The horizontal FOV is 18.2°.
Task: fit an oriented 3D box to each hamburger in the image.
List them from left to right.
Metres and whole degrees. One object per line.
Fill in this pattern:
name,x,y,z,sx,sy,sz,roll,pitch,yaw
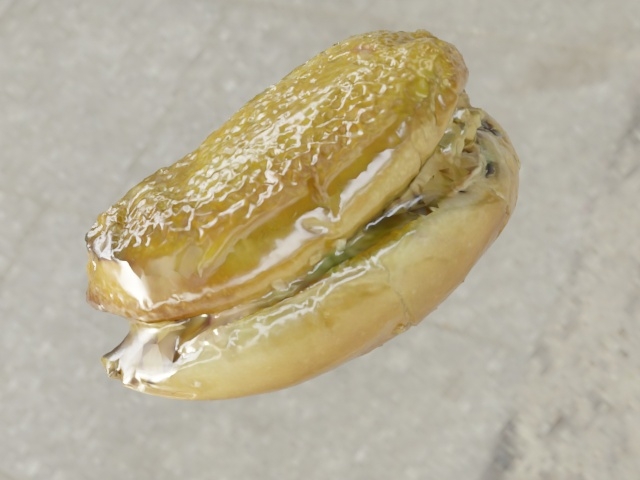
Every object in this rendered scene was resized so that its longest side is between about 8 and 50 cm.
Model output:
hamburger,0.000,0.000,1.141,0.283,0.144,0.156,-37,28,-10
